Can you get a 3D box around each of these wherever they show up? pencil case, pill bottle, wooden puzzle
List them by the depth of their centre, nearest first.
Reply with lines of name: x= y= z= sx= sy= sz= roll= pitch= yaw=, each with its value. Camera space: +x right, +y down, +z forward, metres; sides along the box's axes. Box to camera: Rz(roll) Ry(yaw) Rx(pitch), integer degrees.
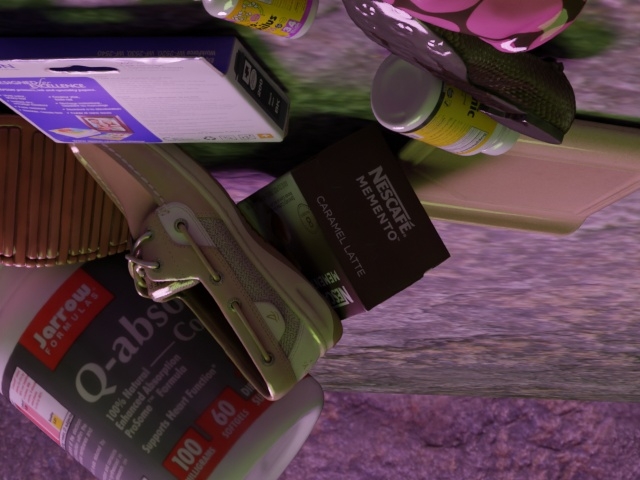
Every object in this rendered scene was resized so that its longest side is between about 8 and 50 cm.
pencil case: x=0.056 y=-0.164 z=0.764 sx=0.209 sy=0.095 sz=0.098 roll=13 pitch=150 yaw=-43
pill bottle: x=-0.045 y=-0.157 z=0.924 sx=0.083 sy=0.043 sz=0.043 roll=12 pitch=166 yaw=-31
pill bottle: x=0.098 y=-0.100 z=1.092 sx=0.065 sy=0.065 sz=0.116 roll=-7 pitch=164 yaw=43
wooden puzzle: x=0.171 y=-0.065 z=1.299 sx=0.221 sy=0.044 sz=0.238 roll=7 pitch=163 yaw=-11
pill bottle: x=-0.193 y=0.117 z=1.439 sx=0.363 sy=0.210 sz=0.210 roll=38 pitch=173 yaw=12

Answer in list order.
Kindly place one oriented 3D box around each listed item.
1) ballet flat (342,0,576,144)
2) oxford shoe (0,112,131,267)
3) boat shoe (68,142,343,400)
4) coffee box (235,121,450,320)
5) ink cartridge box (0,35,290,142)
ballet flat: x=0.103 y=-0.132 z=0.991 sx=0.084 sy=0.058 sz=0.250 roll=23 pitch=178 yaw=44
oxford shoe: x=-0.336 y=-0.067 z=1.341 sx=0.397 sy=0.140 sz=0.146 roll=6 pitch=-165 yaw=-20
boat shoe: x=-0.117 y=0.009 z=1.265 sx=0.302 sy=0.098 sz=0.109 roll=46 pitch=159 yaw=-4
coffee box: x=0.000 y=0.000 z=1.347 sx=0.098 sy=0.141 sz=0.246 roll=-31 pitch=-177 yaw=-23
ink cartridge box: x=-0.149 y=-0.122 z=1.120 sx=0.206 sy=0.045 sz=0.208 roll=1 pitch=168 yaw=15
